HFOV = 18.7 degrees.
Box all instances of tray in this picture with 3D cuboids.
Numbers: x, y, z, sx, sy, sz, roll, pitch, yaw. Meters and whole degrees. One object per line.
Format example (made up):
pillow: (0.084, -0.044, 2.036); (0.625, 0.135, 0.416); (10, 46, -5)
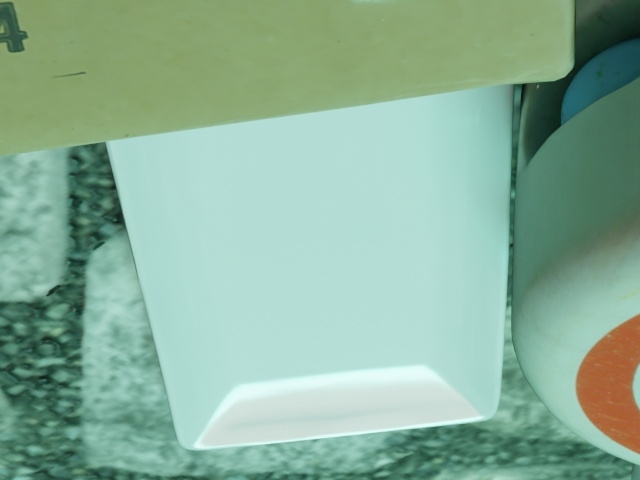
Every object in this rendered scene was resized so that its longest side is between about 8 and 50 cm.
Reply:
tray: (0.000, 0.000, 0.759); (0.145, 0.030, 0.270); (-7, 145, -1)

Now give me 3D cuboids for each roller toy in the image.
roller toy: (0.165, -0.014, 0.663); (0.209, 0.146, 0.191); (-3, 148, 15)

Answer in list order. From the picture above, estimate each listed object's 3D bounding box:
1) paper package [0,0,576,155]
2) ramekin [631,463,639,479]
paper package: (-0.121, -0.157, 0.401); (0.325, 0.168, 0.309); (-9, 146, 3)
ramekin: (0.243, 0.099, 0.796); (0.207, 0.207, 0.109); (8, 133, -19)
